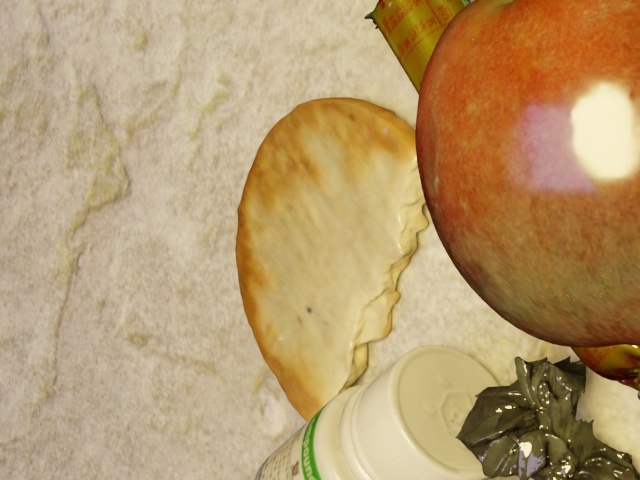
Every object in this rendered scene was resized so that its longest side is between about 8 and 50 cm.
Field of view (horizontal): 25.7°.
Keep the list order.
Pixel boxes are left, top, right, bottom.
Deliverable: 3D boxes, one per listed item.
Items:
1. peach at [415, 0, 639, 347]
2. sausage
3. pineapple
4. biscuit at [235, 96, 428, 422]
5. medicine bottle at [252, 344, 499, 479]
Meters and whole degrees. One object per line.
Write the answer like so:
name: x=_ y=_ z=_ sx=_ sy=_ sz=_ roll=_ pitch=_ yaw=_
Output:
peach: x=0.180 y=-0.051 z=0.850 sx=0.252 sy=0.252 sz=0.252 roll=18 pitch=113 yaw=48
sausage: x=0.149 y=-0.040 z=1.015 sx=0.371 sy=0.082 sz=0.082 roll=61 pitch=139 yaw=20
pineapple: x=0.181 y=0.196 z=1.004 sx=0.111 sy=0.119 sz=0.237 roll=-20 pitch=82 yaw=39
biscuit: x=0.000 y=0.000 z=1.242 sx=0.204 sy=0.040 sz=0.309 roll=44 pitch=131 yaw=35
medicine bottle: x=0.048 y=0.189 z=1.157 sx=0.237 sy=0.139 sz=0.139 roll=-45 pitch=64 yaw=47
